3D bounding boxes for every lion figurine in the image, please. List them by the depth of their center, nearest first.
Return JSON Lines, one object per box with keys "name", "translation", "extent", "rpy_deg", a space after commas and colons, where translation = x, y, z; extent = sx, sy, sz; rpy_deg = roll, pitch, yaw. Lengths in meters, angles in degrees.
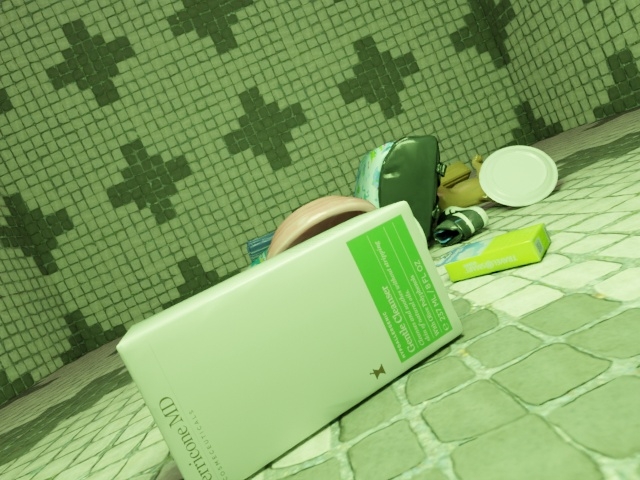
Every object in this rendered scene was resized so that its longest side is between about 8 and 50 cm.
{"name": "lion figurine", "translation": [0.468, -0.156, 1.313], "extent": [0.392, 0.142, 0.240], "rpy_deg": [-25, 32, 13]}

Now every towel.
{"name": "towel", "translation": [-0.203, 0.076, 1.902], "extent": [0.243, 0.040, 0.336], "rpy_deg": [-24, -37, -15]}

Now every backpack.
{"name": "backpack", "translation": [0.224, -0.161, 1.243], "extent": [0.273, 0.290, 0.355], "rpy_deg": [5, 12, 12]}

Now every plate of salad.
{"name": "plate of salad", "translation": [0.552, -0.179, 1.161], "extent": [0.199, 0.200, 0.048], "rpy_deg": [-25, -31, 7]}

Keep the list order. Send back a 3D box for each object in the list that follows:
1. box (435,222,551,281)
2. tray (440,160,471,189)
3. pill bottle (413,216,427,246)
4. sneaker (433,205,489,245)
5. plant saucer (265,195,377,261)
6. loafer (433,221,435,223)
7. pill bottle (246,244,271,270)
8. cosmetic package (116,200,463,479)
{"name": "box", "translation": [0.309, 0.024, 0.749], "extent": [0.178, 0.042, 0.109], "rpy_deg": [-22, 4, 42]}
{"name": "tray", "translation": [0.379, -0.135, 1.574], "extent": [0.411, 0.076, 0.203], "rpy_deg": [-27, -34, -20]}
{"name": "pill bottle", "translation": [0.102, 0.041, 0.985], "extent": [0.278, 0.162, 0.162], "rpy_deg": [-25, 3, -13]}
{"name": "sneaker", "translation": [0.343, -0.036, 1.122], "extent": [0.121, 0.079, 0.217], "rpy_deg": [-30, 2, -12]}
{"name": "plant saucer", "translation": [0.000, 0.000, 1.076], "extent": [0.332, 0.084, 0.332], "rpy_deg": [-25, -30, -15]}
{"name": "loafer", "translation": [0.313, -0.044, 1.431], "extent": [0.302, 0.109, 0.095], "rpy_deg": [-32, 21, -7]}
{"name": "pill bottle", "translation": [-0.184, 0.091, 1.774], "extent": [0.264, 0.146, 0.146], "rpy_deg": [-43, 0, 10]}
{"name": "cosmetic package", "translation": [-0.031, 0.115, 0.529], "extent": [0.365, 0.197, 0.155], "rpy_deg": [-28, 5, -20]}
